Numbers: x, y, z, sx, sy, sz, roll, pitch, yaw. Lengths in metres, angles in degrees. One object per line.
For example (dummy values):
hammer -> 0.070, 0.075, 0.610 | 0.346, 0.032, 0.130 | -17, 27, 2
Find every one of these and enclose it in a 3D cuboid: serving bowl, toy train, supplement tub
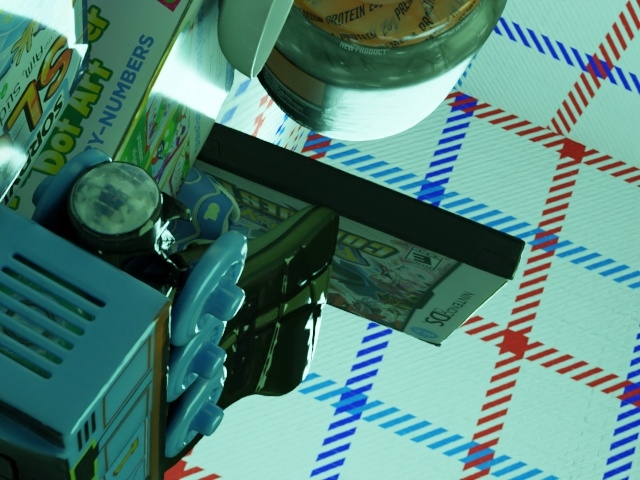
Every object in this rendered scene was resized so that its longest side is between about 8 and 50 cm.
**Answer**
serving bowl -> -0.027, -0.117, 0.558 | 0.083, 0.027, 0.083 | -156, -90, -89
toy train -> -0.082, 0.048, 0.422 | 0.105, 0.080, 0.184 | -54, 169, -30
supplement tub -> 0.037, -0.191, 0.935 | 0.316, 0.194, 0.193 | 125, -12, -85

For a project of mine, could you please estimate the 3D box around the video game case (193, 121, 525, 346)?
video game case -> 0.000, 0.000, 0.986 | 0.248, 0.275, 0.035 | 114, -3, -73

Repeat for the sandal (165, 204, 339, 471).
sandal -> -0.068, 0.043, 0.718 | 0.303, 0.086, 0.120 | -25, 131, -61

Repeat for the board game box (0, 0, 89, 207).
board game box -> -0.124, -0.012, 0.345 | 0.136, 0.035, 0.201 | 113, 0, -66

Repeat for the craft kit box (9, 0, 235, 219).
craft kit box -> -0.109, -0.028, 0.610 | 0.250, 0.061, 0.246 | 113, -2, -75

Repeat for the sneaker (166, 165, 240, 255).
sneaker -> -0.102, -0.007, 0.844 | 0.211, 0.081, 0.080 | 112, 1, -82
